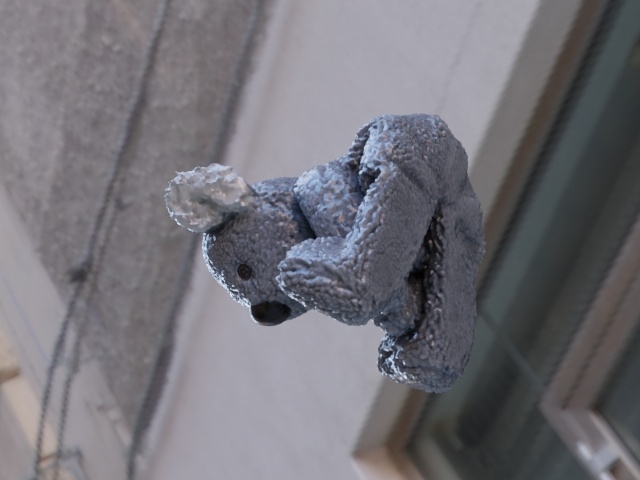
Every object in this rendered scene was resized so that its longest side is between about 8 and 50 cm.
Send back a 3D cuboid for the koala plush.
[{"bbox_3d":[0.000,0.000,1.238,0.221,0.203,0.196,-3,-28,34],"label":"koala plush"}]
